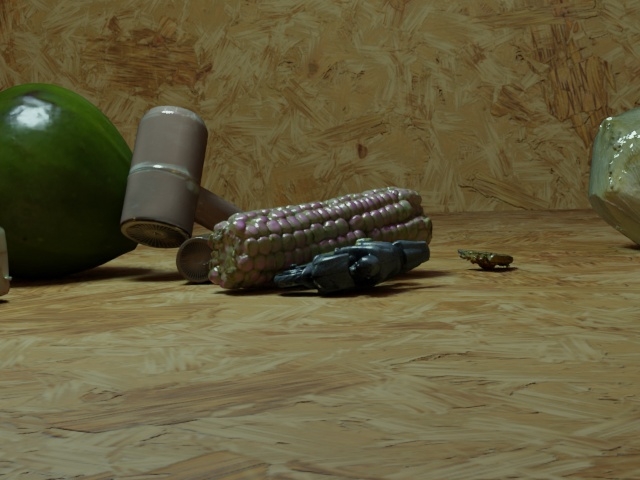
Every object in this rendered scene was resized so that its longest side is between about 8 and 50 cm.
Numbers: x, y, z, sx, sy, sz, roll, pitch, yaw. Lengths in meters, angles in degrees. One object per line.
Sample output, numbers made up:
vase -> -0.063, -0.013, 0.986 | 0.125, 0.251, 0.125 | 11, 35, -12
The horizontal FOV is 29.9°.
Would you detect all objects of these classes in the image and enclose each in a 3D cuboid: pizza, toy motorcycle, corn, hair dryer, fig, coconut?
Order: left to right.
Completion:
fig -> -0.398, -0.075, 1.775 | 0.316, 0.316, 0.316 | -2, 4, 0
hair dryer -> -0.152, -0.050, 1.807 | 0.106, 0.189, 0.344 | -11, -28, 35
hair dryer -> -0.098, 0.030, 1.641 | 0.181, 0.064, 0.117 | 6, 4, 8
corn -> 0.001, 0.002, 1.570 | 0.335, 0.127, 0.126 | -9, 7, -34
toy motorcycle -> 0.046, 0.031, 1.449 | 0.193, 0.061, 0.124 | -11, 2, -30
pizza -> 0.228, 0.028, 1.665 | 0.078, 0.025, 0.083 | 6, 0, 30
coconut -> 0.529, -0.107, 1.893 | 0.230, 0.227, 0.227 | 34, 6, 2

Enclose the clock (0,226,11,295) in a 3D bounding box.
clock -> -0.558, 0.034, 1.414 | 0.309, 0.114, 0.284 | -3, 5, 18
